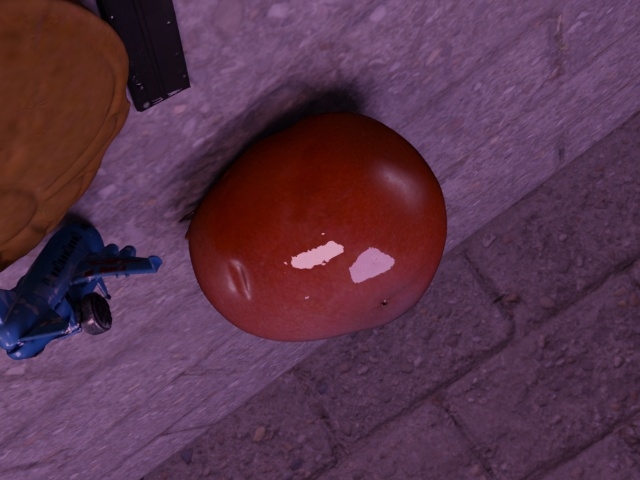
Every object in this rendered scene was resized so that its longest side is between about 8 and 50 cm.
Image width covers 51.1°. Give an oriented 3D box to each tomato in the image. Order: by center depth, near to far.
[{"bbox_3d":[0.000,0.000,0.893,0.341,0.272,0.341,-31,161,-12],"label":"tomato"}]

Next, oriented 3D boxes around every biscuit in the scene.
[{"bbox_3d":[-0.277,-0.045,0.523,0.351,0.057,0.312,-50,173,26],"label":"biscuit"}]

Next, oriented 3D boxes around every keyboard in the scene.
[{"bbox_3d":[-0.156,-0.184,0.596,0.064,0.010,0.198,-30,161,-15],"label":"keyboard"}]

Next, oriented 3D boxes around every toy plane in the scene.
[{"bbox_3d":[-0.271,0.050,0.695,0.254,0.105,0.271,-19,-167,7],"label":"toy plane"}]
